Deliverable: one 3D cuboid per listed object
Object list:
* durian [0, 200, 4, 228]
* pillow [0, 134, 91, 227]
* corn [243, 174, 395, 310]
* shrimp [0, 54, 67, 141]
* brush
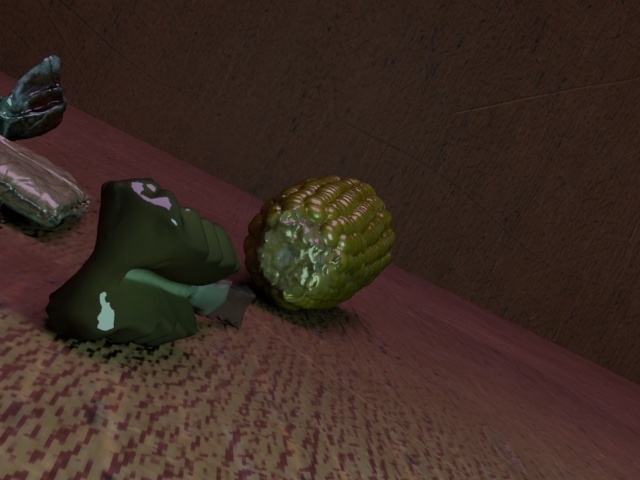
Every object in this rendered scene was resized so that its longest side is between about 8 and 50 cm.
[{"bbox_3d":[-0.220,-0.043,0.603,0.140,0.071,0.110,22,2,13],"label":"durian"},{"bbox_3d":[-0.233,-0.051,0.885,0.126,0.043,0.232,31,0,-7],"label":"pillow"},{"bbox_3d":[0.000,0.000,1.144,0.130,0.130,0.347,27,7,7],"label":"corn"},{"bbox_3d":[-0.420,-0.210,1.052,0.410,0.166,0.221,40,-30,0],"label":"shrimp"},{"bbox_3d":[-0.080,0.024,0.688,0.071,0.084,0.301,31,-2,11],"label":"brush"}]
